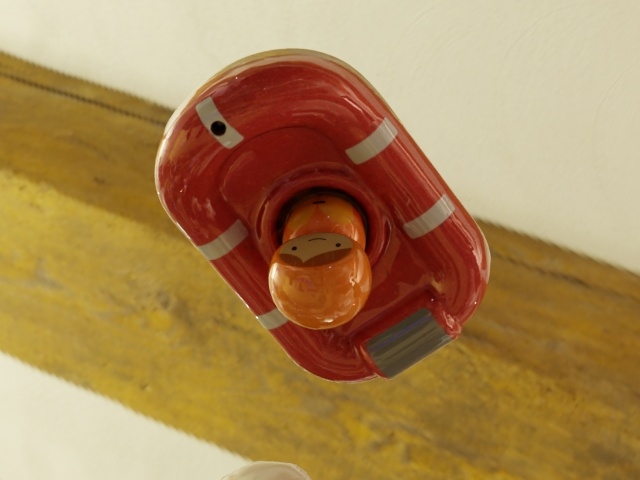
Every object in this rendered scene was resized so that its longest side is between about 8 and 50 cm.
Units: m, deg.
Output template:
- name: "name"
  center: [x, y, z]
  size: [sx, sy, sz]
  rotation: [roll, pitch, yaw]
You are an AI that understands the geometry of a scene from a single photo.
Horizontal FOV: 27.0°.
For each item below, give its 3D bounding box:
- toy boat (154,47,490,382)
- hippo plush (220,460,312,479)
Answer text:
- name: "toy boat"
  center: [0.000, 0.000, 0.802]
  size: [0.151, 0.151, 0.231]
  rotation: [-34, -71, 15]
- name: "hippo plush"
  center: [0.040, 0.284, 0.883]
  size: [0.237, 0.234, 0.294]
  rotation: [-7, -71, 20]
